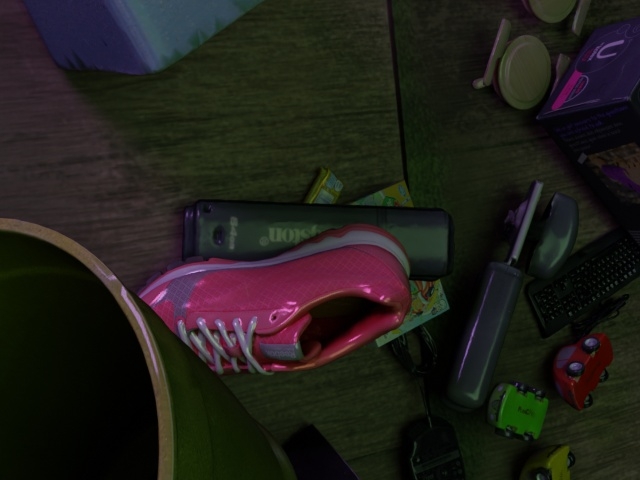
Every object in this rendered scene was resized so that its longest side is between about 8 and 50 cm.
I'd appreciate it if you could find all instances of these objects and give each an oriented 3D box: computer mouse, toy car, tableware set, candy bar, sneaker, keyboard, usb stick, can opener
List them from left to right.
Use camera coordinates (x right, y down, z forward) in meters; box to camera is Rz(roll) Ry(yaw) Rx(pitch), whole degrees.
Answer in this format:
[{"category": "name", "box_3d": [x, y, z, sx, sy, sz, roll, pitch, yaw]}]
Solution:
[{"category": "sneaker", "box_3d": [-0.061, 0.075, 0.944, 0.314, 0.136, 0.115, -19, 114, 1]}, {"category": "candy bar", "box_3d": [-0.021, -0.007, 1.073, 0.040, 0.018, 0.161, 35, 76, -26]}, {"category": "usb stick", "box_3d": [0.000, 0.000, 1.024, 0.278, 0.045, 0.077, 2, 98, -7]}, {"category": "computer mouse", "box_3d": [0.111, 0.193, 1.137, 0.071, 0.041, 0.242, -12, 90, -26]}, {"category": "can opener", "box_3d": [0.220, 0.064, 1.133, 0.095, 0.076, 0.283, 20, 73, 3]}, {"category": "tableware set", "box_3d": [0.247, -0.250, 1.188, 0.128, 0.039, 0.194, 20, 88, -37]}, {"category": "toy car", "box_3d": [0.246, 0.200, 1.158, 0.225, 0.053, 0.239, 25, 79, -47]}, {"category": "keyboard", "box_3d": [0.345, 0.057, 1.243, 0.192, 0.038, 0.100, -30, 104, -22]}]

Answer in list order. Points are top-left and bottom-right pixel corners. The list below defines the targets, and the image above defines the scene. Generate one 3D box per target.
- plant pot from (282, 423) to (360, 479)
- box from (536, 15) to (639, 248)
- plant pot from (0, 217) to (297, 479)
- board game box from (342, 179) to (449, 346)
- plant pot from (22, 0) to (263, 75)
[{"category": "plant pot", "box_3d": [-0.014, 0.326, 1.002, 0.167, 0.188, 0.187, -30, 104, -11]}, {"category": "box", "box_3d": [0.414, -0.117, 1.198, 0.270, 0.143, 0.165, 47, 65, -23]}, {"category": "plant pot", "box_3d": [-0.184, 0.214, 0.791, 0.353, 0.367, 0.366, 39, 71, -59]}, {"category": "board game box", "box_3d": [0.070, 0.024, 1.092, 0.103, 0.026, 0.154, -25, 100, -27]}, {"category": "plant pot", "box_3d": [-0.155, -0.314, 0.849, 0.247, 0.248, 0.252, -39, 118, -20]}]
